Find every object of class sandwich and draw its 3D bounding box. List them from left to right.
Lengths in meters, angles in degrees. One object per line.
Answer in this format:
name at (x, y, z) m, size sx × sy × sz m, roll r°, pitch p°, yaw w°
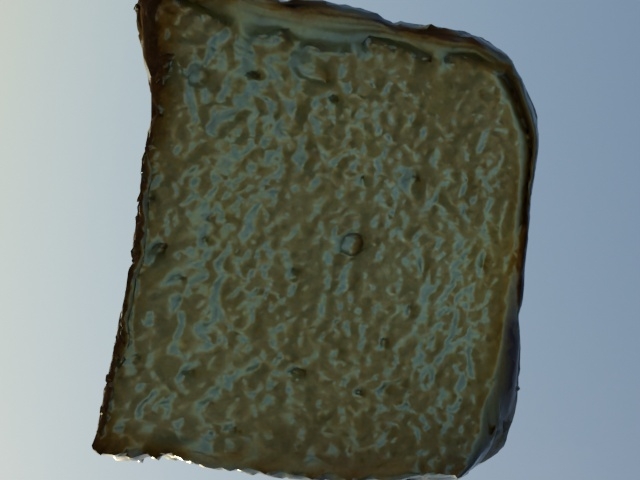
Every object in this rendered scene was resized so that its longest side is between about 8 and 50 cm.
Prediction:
sandwich at (0.000, 0.000, 0.768) m, size 0.087 × 0.226 × 0.251 m, roll 150°, pitch -54°, yaw -83°
